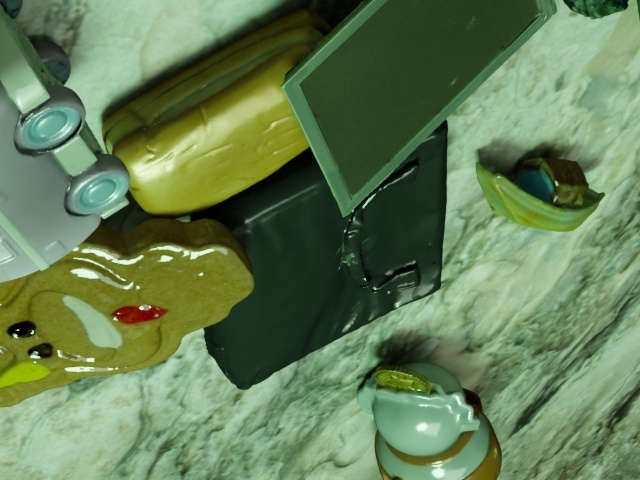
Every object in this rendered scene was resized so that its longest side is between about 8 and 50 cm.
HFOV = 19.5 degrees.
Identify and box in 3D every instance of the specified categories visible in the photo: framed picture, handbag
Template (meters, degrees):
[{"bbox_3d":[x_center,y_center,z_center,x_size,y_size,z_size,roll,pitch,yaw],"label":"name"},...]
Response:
[{"bbox_3d":[0.080,-0.153,1.441,0.252,0.014,0.197,-44,149,-10],"label":"framed picture"},{"bbox_3d":[0.000,0.000,1.618,0.244,0.088,0.275,-25,147,-13],"label":"handbag"}]

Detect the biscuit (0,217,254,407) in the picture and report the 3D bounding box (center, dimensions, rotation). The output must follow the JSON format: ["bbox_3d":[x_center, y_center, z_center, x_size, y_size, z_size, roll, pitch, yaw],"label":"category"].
[{"bbox_3d":[-0.198,0.056,1.476,0.295,0.044,0.186,-19,142,14],"label":"biscuit"}]

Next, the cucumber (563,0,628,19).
[{"bbox_3d":[0.185,-0.251,1.413,0.062,0.078,0.211,-7,154,21],"label":"cucumber"}]

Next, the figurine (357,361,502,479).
[{"bbox_3d":[0.112,0.208,1.993,0.143,0.143,0.271,-33,152,7],"label":"figurine"}]

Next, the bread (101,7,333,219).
[{"bbox_3d":[-0.065,-0.093,1.434,0.200,0.077,0.116,-29,143,-1],"label":"bread"}]

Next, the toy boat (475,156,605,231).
[{"bbox_3d":[0.204,-0.048,1.747,0.172,0.065,0.066,4,114,-46],"label":"toy boat"}]

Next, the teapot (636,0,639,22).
[{"bbox_3d":[0.380,-0.246,1.469,0.315,0.233,0.312,-56,148,-14],"label":"teapot"}]

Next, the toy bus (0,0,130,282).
[{"bbox_3d":[-0.227,-0.076,1.242,0.142,0.142,0.202,-30,151,-1],"label":"toy bus"}]
